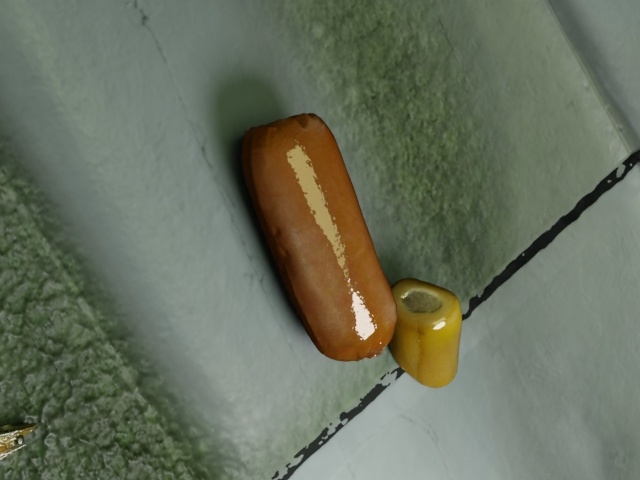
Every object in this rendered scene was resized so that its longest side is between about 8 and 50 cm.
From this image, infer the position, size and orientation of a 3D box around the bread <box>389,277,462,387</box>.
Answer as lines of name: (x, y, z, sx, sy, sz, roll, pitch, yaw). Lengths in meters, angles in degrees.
bread: (0.078, 0.074, 1.387, 0.062, 0.103, 0.049, 19, 60, 14)

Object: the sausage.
sausage: (0.000, 0.000, 1.320, 0.076, 0.076, 0.198, -28, 104, -30)

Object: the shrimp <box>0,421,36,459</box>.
shrimp: (-0.246, 0.127, 1.194, 0.108, 0.023, 0.059, -18, 89, -32)
